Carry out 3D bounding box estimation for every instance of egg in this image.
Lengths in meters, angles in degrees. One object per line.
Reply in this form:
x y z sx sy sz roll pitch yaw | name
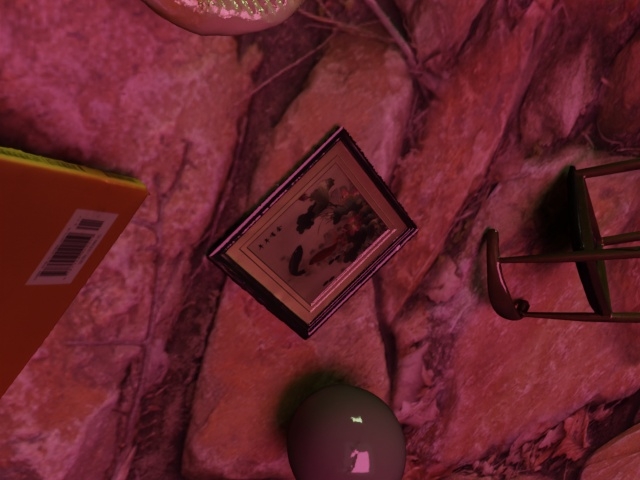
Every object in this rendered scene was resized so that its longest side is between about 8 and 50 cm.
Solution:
0.034 0.263 0.862 0.146 0.146 0.199 -31 138 -13 | egg

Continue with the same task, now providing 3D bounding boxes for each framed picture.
0.000 0.000 0.761 0.195 0.010 0.199 -44 132 -1 | framed picture

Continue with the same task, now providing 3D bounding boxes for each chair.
0.366 0.010 0.921 0.272 0.166 0.188 -10 139 25 | chair

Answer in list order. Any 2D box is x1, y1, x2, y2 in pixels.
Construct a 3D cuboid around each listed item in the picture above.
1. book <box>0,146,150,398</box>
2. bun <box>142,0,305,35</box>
-0.286 0.044 0.451 0.262 0.028 0.374 -51 165 9 | book
-0.083 -0.234 0.494 0.183 0.102 0.183 -7 104 -28 | bun
